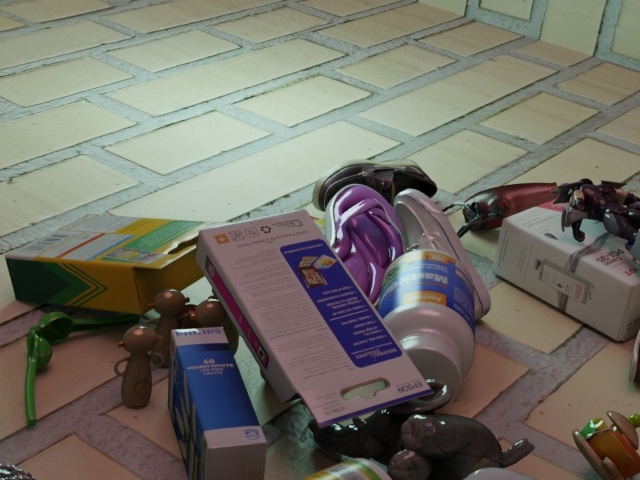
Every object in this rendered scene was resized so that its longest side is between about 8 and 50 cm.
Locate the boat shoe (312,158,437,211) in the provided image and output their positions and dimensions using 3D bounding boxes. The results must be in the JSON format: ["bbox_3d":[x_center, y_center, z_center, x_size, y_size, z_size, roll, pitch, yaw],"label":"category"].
[{"bbox_3d":[0.113,-0.101,2.202,0.285,0.102,0.092,-9,27,-40],"label":"boat shoe"}]

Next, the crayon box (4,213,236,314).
[{"bbox_3d":[-0.307,0.034,1.771,0.323,0.083,0.203,3,22,33],"label":"crayon box"}]

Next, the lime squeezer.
[{"bbox_3d":[-0.386,0.165,1.644,0.110,0.059,0.310,41,30,-1],"label":"lime squeezer"}]

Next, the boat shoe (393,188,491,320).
[{"bbox_3d":[0.189,0.028,1.894,0.084,0.095,0.258,-23,69,-31],"label":"boat shoe"}]

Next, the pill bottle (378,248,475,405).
[{"bbox_3d":[0.159,0.137,1.706,0.152,0.152,0.272,9,27,3],"label":"pill bottle"}]

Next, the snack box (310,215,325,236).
[{"bbox_3d":[0.000,0.000,2.046,0.141,0.037,0.100,17,31,15],"label":"snack box"}]

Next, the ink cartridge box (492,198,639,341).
[{"bbox_3d":[0.484,0.043,1.999,0.207,0.117,0.283,-18,37,-40],"label":"ink cartridge box"}]

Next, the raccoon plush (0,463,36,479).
[{"bbox_3d":[-0.301,0.282,1.050,0.216,0.446,0.299,25,49,-1],"label":"raccoon plush"}]

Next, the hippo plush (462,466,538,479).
[{"bbox_3d":[0.208,0.377,1.172,0.294,0.236,0.234,24,32,29],"label":"hippo plush"}]

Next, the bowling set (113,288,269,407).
[{"bbox_3d":[-0.185,0.119,1.653,0.287,0.154,0.200,-7,31,-26],"label":"bowling set"}]

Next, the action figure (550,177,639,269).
[{"bbox_3d":[0.513,-0.035,1.931,0.185,0.099,0.285,-15,30,-23],"label":"action figure"}]

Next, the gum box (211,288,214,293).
[{"bbox_3d":[-0.075,0.056,1.919,0.184,0.041,0.157,11,28,8],"label":"gum box"}]

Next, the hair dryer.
[{"bbox_3d":[0.335,-0.047,2.118,0.294,0.080,0.224,-22,14,-26],"label":"hair dryer"}]

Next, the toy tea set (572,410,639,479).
[{"bbox_3d":[0.432,0.300,1.408,0.124,0.200,0.336,-38,30,5],"label":"toy tea set"}]

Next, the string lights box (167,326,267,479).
[{"bbox_3d":[-0.139,0.238,1.461,0.077,0.133,0.259,-3,29,-18],"label":"string lights box"}]

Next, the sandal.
[{"bbox_3d":[0.088,0.005,1.942,0.169,0.102,0.416,31,31,-9],"label":"sandal"}]

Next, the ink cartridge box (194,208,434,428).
[{"bbox_3d":[-0.018,0.108,1.528,0.176,0.069,0.371,-12,47,-28],"label":"ink cartridge box"}]

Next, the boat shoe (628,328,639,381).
[{"bbox_3d":[0.544,0.174,1.813,0.065,0.075,0.206,15,24,21],"label":"boat shoe"}]

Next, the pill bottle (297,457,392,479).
[{"bbox_3d":[-0.030,0.349,1.275,0.246,0.136,0.136,-14,35,-35],"label":"pill bottle"}]

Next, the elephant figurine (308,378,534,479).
[{"bbox_3d":[0.123,0.261,1.482,0.186,0.169,0.239,29,4,-20],"label":"elephant figurine"}]
